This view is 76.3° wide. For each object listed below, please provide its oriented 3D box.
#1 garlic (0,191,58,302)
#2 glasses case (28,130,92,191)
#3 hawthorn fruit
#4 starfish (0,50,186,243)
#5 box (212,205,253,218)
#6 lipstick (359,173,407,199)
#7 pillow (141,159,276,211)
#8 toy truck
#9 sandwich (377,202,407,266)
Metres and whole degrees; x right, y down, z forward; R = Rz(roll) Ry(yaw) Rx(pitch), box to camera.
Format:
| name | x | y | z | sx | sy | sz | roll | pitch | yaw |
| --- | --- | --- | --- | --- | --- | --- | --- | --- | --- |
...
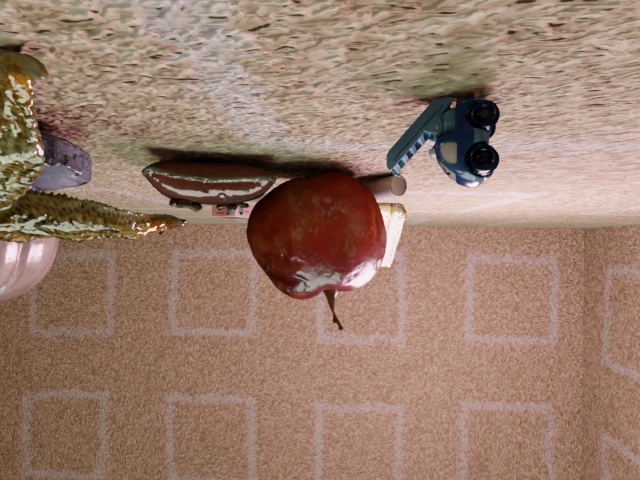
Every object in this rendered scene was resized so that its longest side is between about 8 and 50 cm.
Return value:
| name | x | y | z | sx | sy | sz | roll | pitch | yaw |
| --- | --- | --- | --- | --- | --- | --- | --- | --- | --- |
| garlic | -0.588 | 0.002 | 0.661 | 0.317 | 0.260 | 0.317 | 4 | 176 | 0 |
| glasses case | -0.401 | -0.089 | 0.449 | 0.282 | 0.067 | 0.109 | 2 | 173 | 1 |
| hawthorn fruit | 0.003 | 0.021 | 0.706 | 0.241 | 0.272 | 0.242 | -17 | -179 | 0 |
| starfish | -0.334 | -0.044 | 0.380 | 0.357 | 0.078 | 0.347 | -4 | 162 | 7 |
| box | -0.283 | -0.094 | 1.326 | 0.089 | 0.043 | 0.125 | 0 | 180 | 19 |
| lipstick | 0.099 | -0.095 | 0.760 | 0.040 | 0.040 | 0.141 | 1 | 179 | -30 |
| pillow | -0.163 | -0.081 | 0.625 | 0.179 | 0.075 | 0.171 | -1 | -179 | -11 |
| toy truck | 0.102 | -0.080 | 0.345 | 0.090 | 0.073 | 0.056 | 0 | 179 | 20 |
| sandwich | 0.168 | -0.010 | 1.305 | 0.155 | 0.199 | 0.227 | 1 | 180 | -11 |
